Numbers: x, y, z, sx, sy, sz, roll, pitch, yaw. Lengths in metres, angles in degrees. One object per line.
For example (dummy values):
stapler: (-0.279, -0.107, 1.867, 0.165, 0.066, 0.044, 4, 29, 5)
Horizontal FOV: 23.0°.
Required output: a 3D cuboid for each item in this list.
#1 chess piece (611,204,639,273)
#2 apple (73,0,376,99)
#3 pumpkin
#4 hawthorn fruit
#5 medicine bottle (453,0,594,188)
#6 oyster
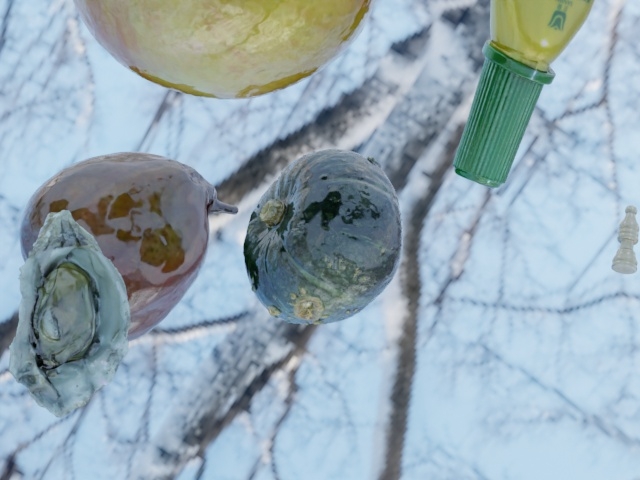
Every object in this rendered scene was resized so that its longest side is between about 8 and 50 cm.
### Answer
chess piece: (0.412, -0.004, 2.113, 0.035, 0.035, 0.092, 19, -111, -20)
apple: (-0.077, -0.254, 1.318, 0.286, 0.286, 0.233, 50, -168, 25)
pumpkin: (0.001, -0.001, 1.624, 0.146, 0.190, 0.190, 6, -139, -22)
hawthorn fruit: (-0.210, -0.003, 1.782, 0.248, 0.208, 0.208, -26, -120, -20)
medicine bottle: (0.199, -0.200, 1.494, 0.111, 0.309, 0.076, 14, -172, -27)
oyster: (-0.160, 0.048, 0.950, 0.098, 0.037, 0.100, 54, -127, -19)
